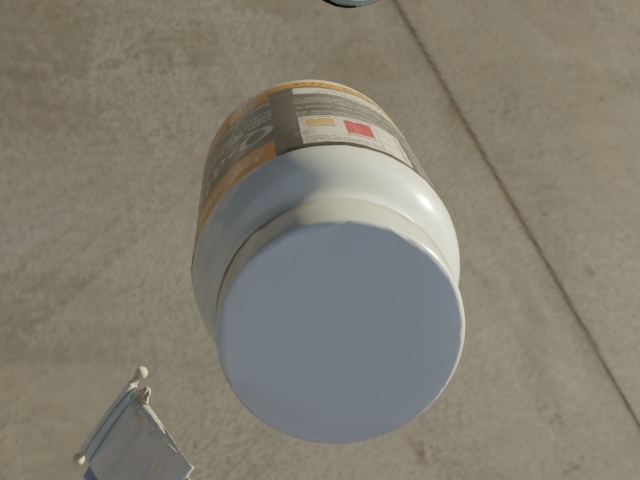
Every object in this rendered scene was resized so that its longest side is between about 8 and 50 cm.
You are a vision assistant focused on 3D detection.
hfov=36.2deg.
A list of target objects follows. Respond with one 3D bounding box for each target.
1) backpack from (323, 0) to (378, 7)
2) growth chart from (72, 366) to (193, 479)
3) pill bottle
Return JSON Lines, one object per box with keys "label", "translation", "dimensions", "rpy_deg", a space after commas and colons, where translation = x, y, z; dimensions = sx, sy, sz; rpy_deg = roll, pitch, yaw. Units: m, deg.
{"label": "backpack", "translation": [0.060, -0.221, 0.354], "dimensions": [0.191, 0.254, 0.225], "rpy_deg": [27, 34, 30]}
{"label": "growth chart", "translation": [-0.218, 0.278, 1.135], "dimensions": [0.021, 0.172, 0.237], "rpy_deg": [33, 10, -44]}
{"label": "pill bottle", "translation": [0.000, 0.000, 0.633], "dimensions": [0.162, 0.162, 0.278], "rpy_deg": [28, 16, -14]}
